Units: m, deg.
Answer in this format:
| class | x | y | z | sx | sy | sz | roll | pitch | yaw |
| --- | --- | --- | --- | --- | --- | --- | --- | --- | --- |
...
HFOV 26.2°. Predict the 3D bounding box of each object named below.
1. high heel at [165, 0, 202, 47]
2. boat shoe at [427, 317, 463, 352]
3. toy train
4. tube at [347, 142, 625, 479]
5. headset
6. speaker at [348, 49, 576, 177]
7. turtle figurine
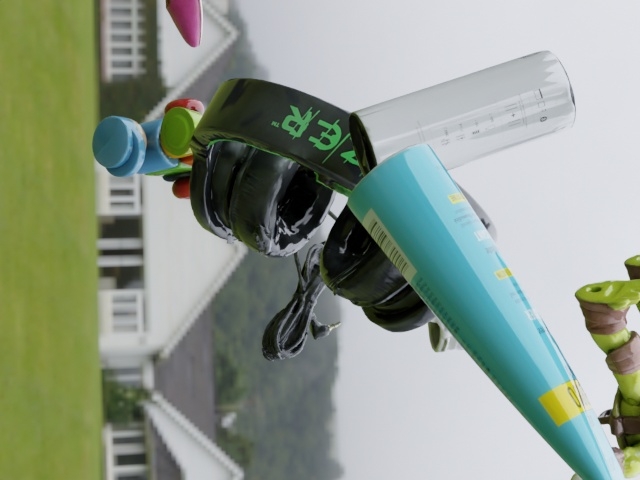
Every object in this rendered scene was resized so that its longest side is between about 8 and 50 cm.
| class | x | y | z | sx | sy | sz | roll | pitch | yaw |
| --- | --- | --- | --- | --- | --- | --- | --- | --- | --- |
| high heel | -0.235 | -0.367 | 1.836 | 0.082 | 0.117 | 0.244 | -157 | -129 | -69 |
| boat shoe | 0.135 | 0.051 | 1.533 | 0.267 | 0.088 | 0.096 | 64 | 7 | -62 |
| toy train | -0.096 | -0.107 | 1.362 | 0.248 | 0.143 | 0.105 | -9 | -94 | 35 |
| tube | 0.091 | 0.048 | 0.683 | 0.207 | 0.052 | 0.080 | 55 | 17 | 13 |
| headset | 0.000 | 0.000 | 1.117 | 0.185 | 0.243 | 0.394 | -60 | 177 | -10 |
| speaker | 0.088 | -0.075 | 0.864 | 0.055 | 0.136 | 0.055 | 161 | -90 | -80 |
| turtle figurine | 0.275 | 0.121 | 1.087 | 0.087 | 0.269 | 0.217 | 12 | -61 | 61 |
